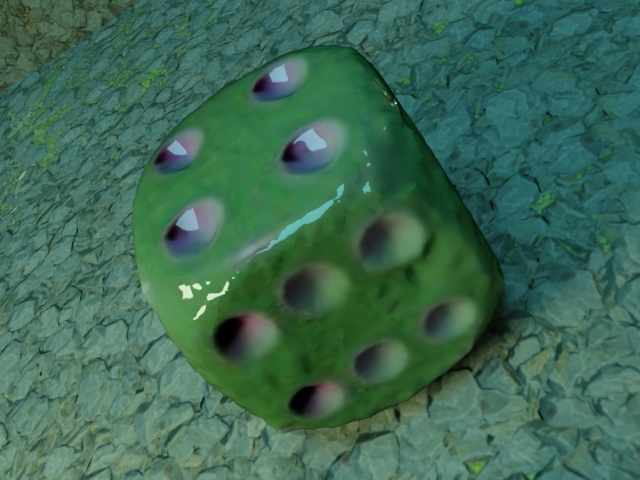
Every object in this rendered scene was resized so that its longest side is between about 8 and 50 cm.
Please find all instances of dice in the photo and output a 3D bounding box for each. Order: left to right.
[{"bbox_3d":[0.000,0.000,0.786,0.322,0.318,0.330,-33,42,9],"label":"dice"}]
